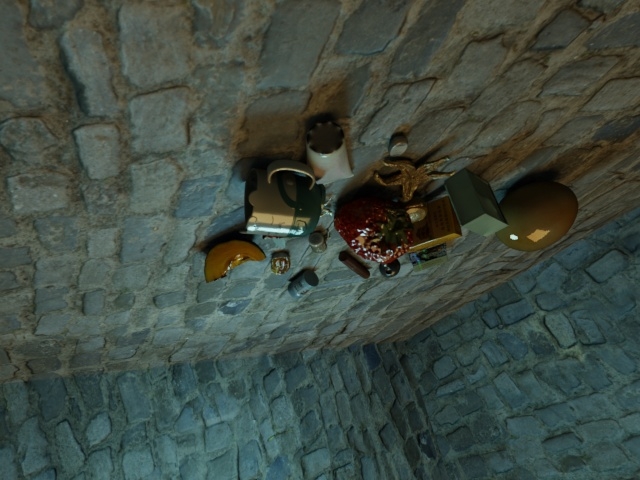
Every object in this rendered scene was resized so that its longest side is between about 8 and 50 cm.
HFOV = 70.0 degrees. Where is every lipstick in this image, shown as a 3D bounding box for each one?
[{"bbox_3d":[0.186,0.138,2.435,0.057,0.057,0.356,-23,153,16],"label":"lipstick"}]

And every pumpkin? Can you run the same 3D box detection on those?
[{"bbox_3d":[-0.362,0.051,1.941,0.312,0.148,0.169,-20,-166,18],"label":"pumpkin"}]

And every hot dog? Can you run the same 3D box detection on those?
[{"bbox_3d":[-0.193,0.117,2.195,0.099,0.053,0.192,-5,150,-12],"label":"hot dog"}]

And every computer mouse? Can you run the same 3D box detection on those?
[{"bbox_3d":[0.267,-0.331,1.585,0.065,0.039,0.096,-9,161,-11],"label":"computer mouse"}]

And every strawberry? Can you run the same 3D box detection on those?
[{"bbox_3d":[0.197,-0.055,1.894,0.312,0.267,0.351,36,163,-20],"label":"strawberry"}]

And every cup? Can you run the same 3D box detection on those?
[{"bbox_3d":[-0.124,-0.142,1.517,0.257,0.219,0.290,5,137,-19],"label":"cup"},{"bbox_3d":[0.001,0.007,2.060,0.102,0.074,0.099,-17,153,3],"label":"cup"}]

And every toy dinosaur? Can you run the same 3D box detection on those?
[{"bbox_3d":[-0.027,-0.113,1.830,0.167,0.053,0.242,0,159,-15],"label":"toy dinosaur"}]

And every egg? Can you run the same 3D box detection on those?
[{"bbox_3d":[0.984,-0.112,2.098,0.373,0.301,0.301,-26,152,20],"label":"egg"}]

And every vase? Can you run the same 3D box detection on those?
[{"bbox_3d":[0.349,0.121,2.448,0.120,0.120,0.183,-29,133,25],"label":"vase"}]

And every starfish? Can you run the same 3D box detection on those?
[{"bbox_3d":[0.364,-0.259,1.753,0.302,0.060,0.299,-16,148,14],"label":"starfish"}]

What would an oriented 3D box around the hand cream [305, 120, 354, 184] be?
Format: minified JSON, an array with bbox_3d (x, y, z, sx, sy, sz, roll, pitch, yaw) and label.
[{"bbox_3d":[0.024,-0.266,1.523,0.185,0.118,0.359,-16,165,-2],"label":"hand cream"}]

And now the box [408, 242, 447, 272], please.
[{"bbox_3d":[0.574,0.062,2.462,0.198,0.084,0.310,-19,153,9],"label":"box"}]

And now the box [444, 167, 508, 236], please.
[{"bbox_3d":[0.650,-0.154,1.924,0.225,0.225,0.117,15,142,-44],"label":"box"}]

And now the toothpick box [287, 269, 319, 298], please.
[{"bbox_3d":[-0.092,0.234,2.421,0.101,0.101,0.153,8,146,-38],"label":"toothpick box"}]

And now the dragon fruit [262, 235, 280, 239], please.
[{"bbox_3d":[-0.152,-0.072,1.743,0.172,0.160,0.167,20,114,-49],"label":"dragon fruit"}]

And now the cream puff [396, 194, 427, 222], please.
[{"bbox_3d":[0.382,-0.138,1.951,0.143,0.103,0.126,-24,139,16],"label":"cream puff"}]

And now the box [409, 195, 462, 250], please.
[{"bbox_3d":[0.469,-0.065,1.998,0.274,0.174,0.076,-21,155,40],"label":"box"}]

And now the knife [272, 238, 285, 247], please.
[{"bbox_3d":[-0.176,-0.017,1.972,0.063,0.035,0.260,-6,156,-9],"label":"knife"}]
